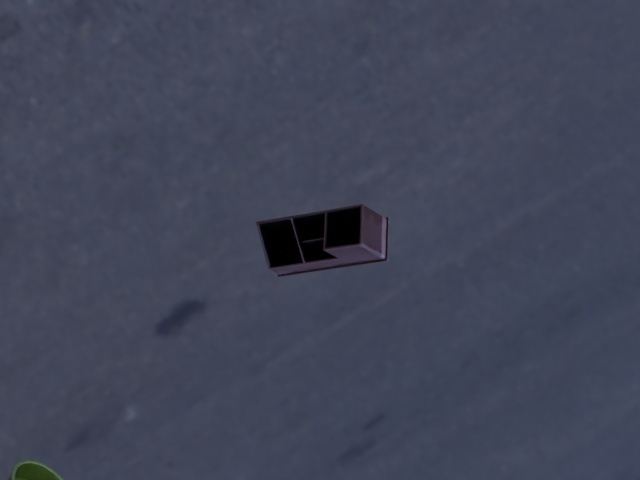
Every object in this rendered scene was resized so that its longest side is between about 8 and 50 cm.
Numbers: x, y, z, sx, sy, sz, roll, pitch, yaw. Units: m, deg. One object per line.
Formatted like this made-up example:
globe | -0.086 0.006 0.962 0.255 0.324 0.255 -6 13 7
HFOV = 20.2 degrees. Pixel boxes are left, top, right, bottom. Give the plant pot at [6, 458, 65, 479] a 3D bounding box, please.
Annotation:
plant pot | -0.255 0.241 1.522 0.079 0.083 0.083 -40 158 19

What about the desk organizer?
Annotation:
desk organizer | 0.000 0.000 1.796 0.130 0.047 0.050 -9 158 31
